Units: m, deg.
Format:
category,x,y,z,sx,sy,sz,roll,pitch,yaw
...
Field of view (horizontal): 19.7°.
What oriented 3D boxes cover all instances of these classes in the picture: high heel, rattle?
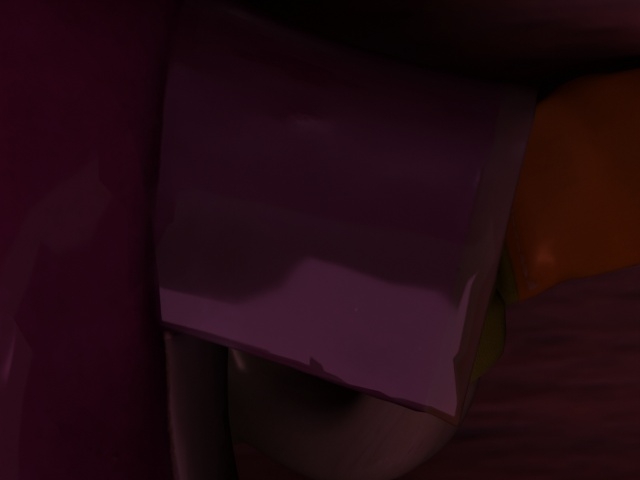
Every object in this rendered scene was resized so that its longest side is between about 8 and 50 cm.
category,x,y,z,sx,sy,sz,roll,pitch,yaw
high heel,-0.083,0.116,0.426,0.181,0.127,0.377,15,86,5
rattle,0.000,0.000,0.560,0.130,0.143,0.199,47,144,-6
